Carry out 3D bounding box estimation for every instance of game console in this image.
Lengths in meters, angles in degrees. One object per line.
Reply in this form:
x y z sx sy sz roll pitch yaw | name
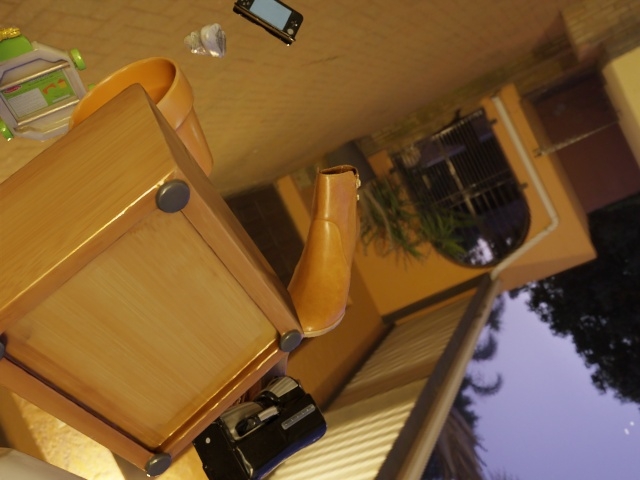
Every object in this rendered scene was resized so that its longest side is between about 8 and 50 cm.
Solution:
-0.089 -0.412 1.116 0.071 0.122 0.107 -31 -146 63 | game console

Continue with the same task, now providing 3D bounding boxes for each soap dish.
-0.151 0.056 0.517 0.229 0.290 0.118 -41 -132 -11 | soap dish

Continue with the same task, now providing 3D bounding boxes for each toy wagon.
-0.725 -0.403 1.574 0.267 0.068 0.344 -27 147 -14 | toy wagon

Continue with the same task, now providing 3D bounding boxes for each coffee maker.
-0.085 0.317 0.957 0.120 0.171 0.178 -12 -177 41 | coffee maker

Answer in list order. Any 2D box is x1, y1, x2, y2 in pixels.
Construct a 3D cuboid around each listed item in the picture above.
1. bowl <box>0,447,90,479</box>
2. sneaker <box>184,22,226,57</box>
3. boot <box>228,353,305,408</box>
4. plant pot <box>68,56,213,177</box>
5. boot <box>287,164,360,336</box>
-0.250 0.220 0.532 0.142 0.142 0.053 -19 -138 46 | bowl
-0.332 -0.560 1.763 0.116 0.090 0.232 -2 -170 -3 | sneaker
-0.130 0.273 1.261 0.109 0.283 0.220 -1 145 -39 | boot
-0.285 -0.175 1.066 0.205 0.188 0.205 -15 -134 16 | plant pot
0.001 0.000 0.978 0.104 0.211 0.295 6 -156 13 | boot
